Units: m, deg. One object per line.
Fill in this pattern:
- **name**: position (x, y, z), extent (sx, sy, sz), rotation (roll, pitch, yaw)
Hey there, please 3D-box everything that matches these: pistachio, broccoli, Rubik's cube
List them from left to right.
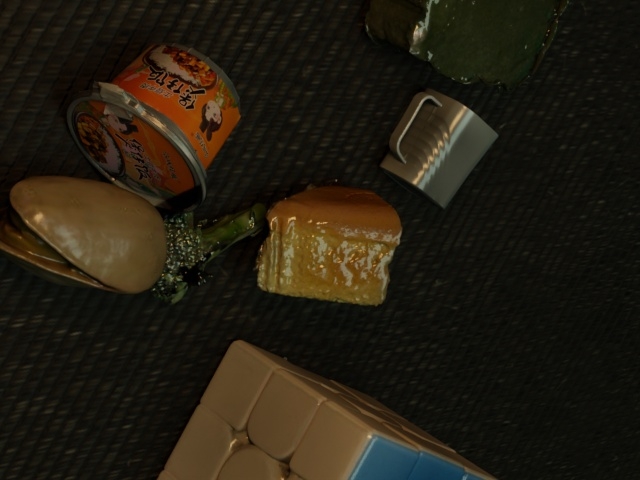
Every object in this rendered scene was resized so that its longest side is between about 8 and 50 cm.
- **pistachio**: position (-0.260, -0.003, 1.696), extent (0.206, 0.131, 0.129), rotation (12, 126, -41)
- **broccoli**: position (-0.134, -0.002, 1.847), extent (0.204, 0.118, 0.122), rotation (-22, 94, -51)
- **Rubik's cube**: position (-0.002, 0.339, 1.980), extent (0.292, 0.291, 0.290), rotation (27, 91, -46)

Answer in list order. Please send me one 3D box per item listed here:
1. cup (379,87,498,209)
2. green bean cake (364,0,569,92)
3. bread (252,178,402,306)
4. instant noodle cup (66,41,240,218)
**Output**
- **cup**: position (0.143, -0.126, 2.021), extent (0.128, 0.095, 0.129), rotation (36, 87, -45)
- **green bean cake**: position (0.193, -0.323, 1.945), extent (0.241, 0.132, 0.255), rotation (8, 107, -43)
- **bread**: position (0.000, 0.000, 1.958), extent (0.169, 0.160, 0.140), rotation (8, 104, -8)
- **instant noodle cup**: position (-0.166, -0.132, 1.705), extent (0.125, 0.178, 0.208), rotation (-53, 167, -27)
